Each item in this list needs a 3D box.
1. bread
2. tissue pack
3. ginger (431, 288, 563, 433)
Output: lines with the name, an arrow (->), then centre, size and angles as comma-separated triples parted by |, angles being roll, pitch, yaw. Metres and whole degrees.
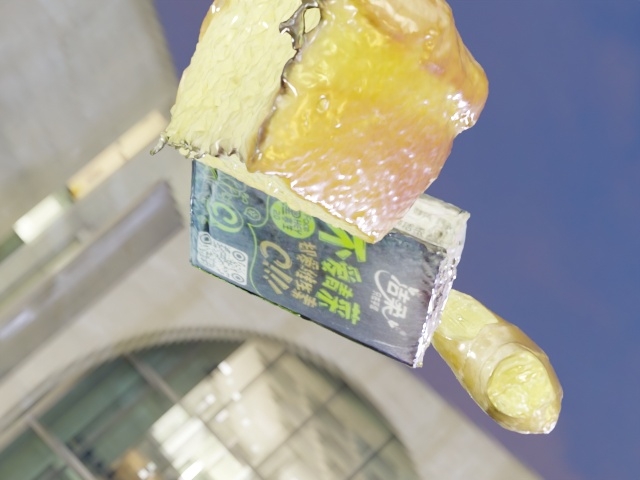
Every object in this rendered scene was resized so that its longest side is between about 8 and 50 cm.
bread -> 0.008, -0.073, 0.873 | 0.134, 0.129, 0.260 | 26, -2, -15
tissue pack -> 0.000, 0.000, 1.446 | 0.236, 0.073, 0.173 | 23, -36, 12
ginger -> 0.136, 0.094, 1.696 | 0.294, 0.086, 0.131 | 38, -1, 35
